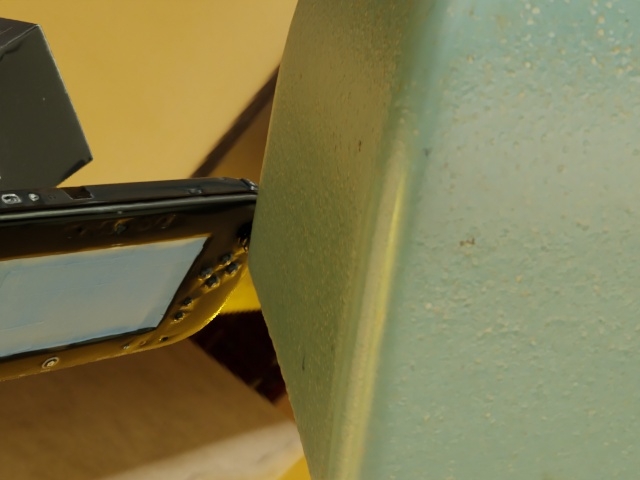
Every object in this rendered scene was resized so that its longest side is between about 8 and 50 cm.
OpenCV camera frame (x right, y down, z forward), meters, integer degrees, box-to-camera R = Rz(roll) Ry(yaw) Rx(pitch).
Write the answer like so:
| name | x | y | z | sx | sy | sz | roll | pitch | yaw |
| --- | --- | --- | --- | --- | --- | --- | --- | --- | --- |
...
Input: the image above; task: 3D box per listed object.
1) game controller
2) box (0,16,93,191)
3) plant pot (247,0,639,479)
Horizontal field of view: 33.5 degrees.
| name | x | y | z | sx | sy | sz | roll | pitch | yaw |
| --- | --- | --- | --- | --- | --- | --- | --- | --- | --- |
| game controller | -0.170 | 0.031 | 0.735 | 0.319 | 0.067 | 0.166 | -8 | 132 | -47 |
| box | -0.492 | -0.099 | 1.152 | 0.343 | 0.313 | 0.179 | -44 | 134 | -34 |
| plant pot | 0.109 | -0.056 | 0.489 | 0.247 | 0.248 | 0.252 | 0 | 114 | -12 |
